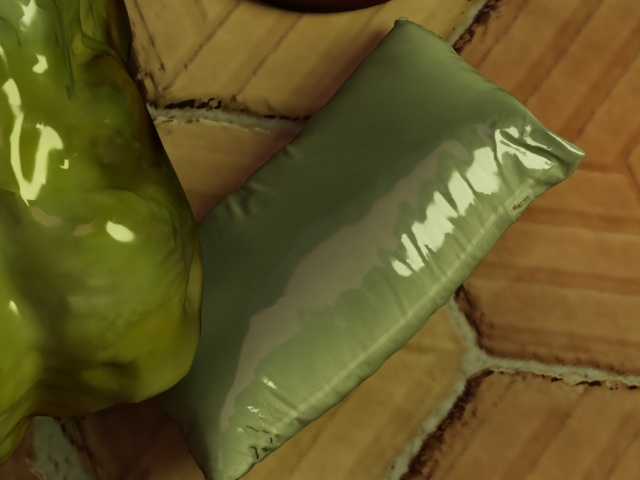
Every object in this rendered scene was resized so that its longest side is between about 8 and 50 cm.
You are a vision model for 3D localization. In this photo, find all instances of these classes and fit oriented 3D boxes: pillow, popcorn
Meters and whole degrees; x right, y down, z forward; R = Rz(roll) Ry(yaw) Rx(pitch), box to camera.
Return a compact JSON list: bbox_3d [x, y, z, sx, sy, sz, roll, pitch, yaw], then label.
[{"bbox_3d":[-0.001,0.000,0.855,0.254,0.078,0.144,-43,63,-10],"label":"pillow"},{"bbox_3d":[-0.211,-0.007,0.769,0.312,0.312,0.312,-1,73,3],"label":"popcorn"}]

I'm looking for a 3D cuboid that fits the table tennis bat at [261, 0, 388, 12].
[{"bbox_3d":[0.030,-0.270,0.956,0.200,0.038,0.310,22,76,10],"label":"table tennis bat"}]
